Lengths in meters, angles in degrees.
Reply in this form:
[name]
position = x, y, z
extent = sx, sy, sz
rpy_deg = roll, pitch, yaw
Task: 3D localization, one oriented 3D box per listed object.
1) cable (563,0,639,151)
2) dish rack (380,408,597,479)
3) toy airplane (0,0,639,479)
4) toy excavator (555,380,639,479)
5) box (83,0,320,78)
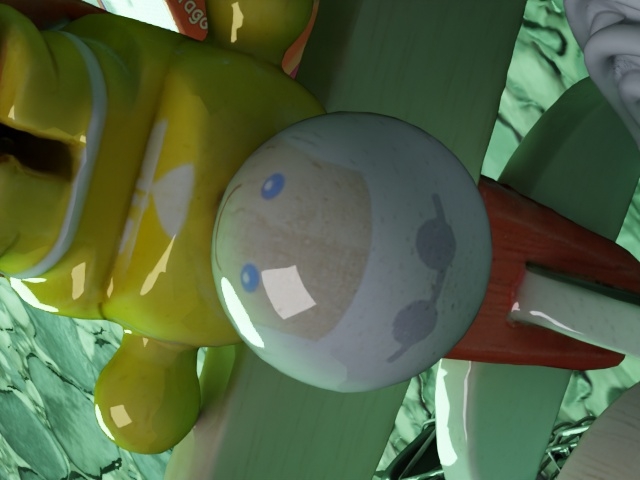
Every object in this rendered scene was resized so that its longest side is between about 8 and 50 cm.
[cable]
position = 0.185, -0.013, 0.555
extent = 0.257, 0.089, 0.257
rpy_deg = 41, -177, -44
[dish rack]
position = 0.149, 0.176, 0.979
extent = 0.208, 0.074, 0.271
rpy_deg = 57, 152, -4
[toy airplane]
position = 0.000, 0.000, 0.672
extent = 0.386, 0.384, 0.272
rpy_deg = 65, 167, -17
[toy excavator]
position = 0.220, 0.284, 0.664
extent = 0.222, 0.445, 0.433
rpy_deg = 17, 92, 52
[box]
position = -0.099, -0.163, 0.912
extent = 0.300, 0.142, 0.154
rpy_deg = 18, 142, 52
